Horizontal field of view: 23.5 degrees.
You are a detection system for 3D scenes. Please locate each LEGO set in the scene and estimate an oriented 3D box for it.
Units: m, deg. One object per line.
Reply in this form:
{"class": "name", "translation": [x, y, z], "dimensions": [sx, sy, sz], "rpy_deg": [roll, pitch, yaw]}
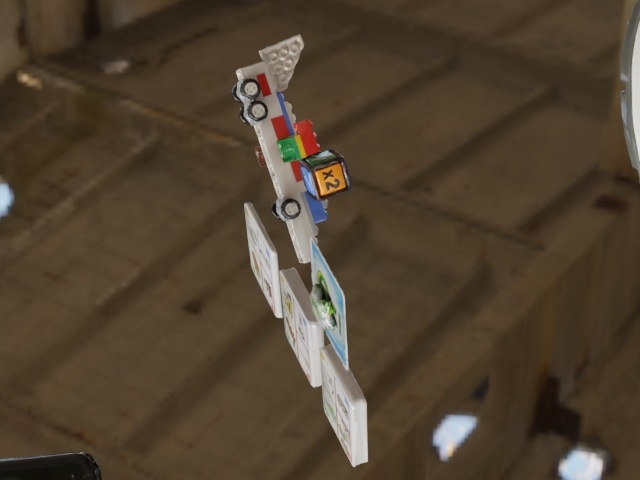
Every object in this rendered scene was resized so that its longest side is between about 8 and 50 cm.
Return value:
{"class": "LEGO set", "translation": [0.000, 0.000, 0.945], "dimensions": [0.060, 0.244, 0.182], "rpy_deg": [-20, -127, -12]}

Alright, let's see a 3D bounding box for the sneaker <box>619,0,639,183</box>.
{"class": "sneaker", "translation": [0.348, -0.157, 1.032], "dimensions": [0.169, 0.448, 0.257], "rpy_deg": [-8, -167, -28]}

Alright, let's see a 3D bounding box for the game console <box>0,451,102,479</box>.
{"class": "game console", "translation": [-0.148, 0.166, 0.836], "dimensions": [0.122, 0.107, 0.071], "rpy_deg": [-10, -179, 26]}
